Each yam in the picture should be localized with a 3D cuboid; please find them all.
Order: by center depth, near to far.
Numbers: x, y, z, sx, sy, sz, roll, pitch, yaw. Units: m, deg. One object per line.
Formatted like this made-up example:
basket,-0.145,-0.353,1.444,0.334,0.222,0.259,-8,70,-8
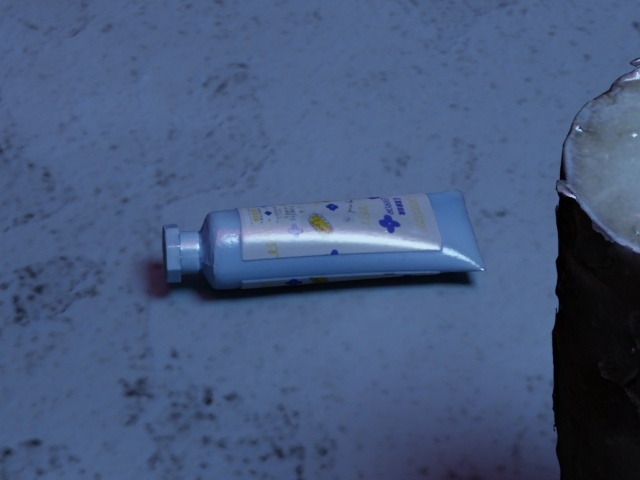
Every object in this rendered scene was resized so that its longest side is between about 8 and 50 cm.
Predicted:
yam,0.155,0.068,0.781,0.131,0.279,0.131,-3,38,2

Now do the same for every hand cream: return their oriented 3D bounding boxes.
hand cream,0.000,0.000,1.016,0.171,0.043,0.065,-5,46,-7
